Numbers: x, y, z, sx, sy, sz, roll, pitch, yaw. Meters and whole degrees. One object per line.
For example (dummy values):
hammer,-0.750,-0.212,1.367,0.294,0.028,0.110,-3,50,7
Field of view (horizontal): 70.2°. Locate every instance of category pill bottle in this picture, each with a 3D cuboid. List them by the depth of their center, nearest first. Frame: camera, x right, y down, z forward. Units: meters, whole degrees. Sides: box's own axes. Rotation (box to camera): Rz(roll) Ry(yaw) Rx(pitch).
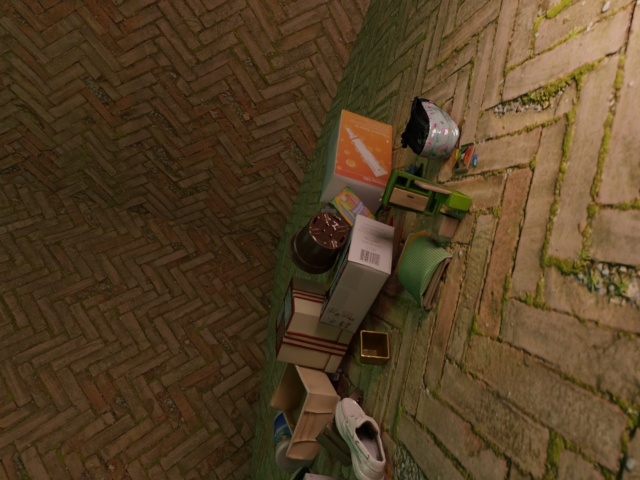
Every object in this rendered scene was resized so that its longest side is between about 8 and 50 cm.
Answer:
pill bottle,-0.111,0.763,1.810,0.272,0.152,0.153,-115,40,-70

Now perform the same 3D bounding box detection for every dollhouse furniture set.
dollhouse furniture set,0.227,-0.004,1.150,0.197,0.151,0.302,-113,38,-70
dollhouse furniture set,0.095,0.571,1.396,0.151,0.123,0.144,-39,-17,-43

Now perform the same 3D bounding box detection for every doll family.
doll family,0.250,-0.160,1.413,0.111,0.075,0.193,-93,23,-67

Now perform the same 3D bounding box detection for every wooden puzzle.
wooden puzzle,0.354,-0.205,1.128,0.116,0.014,0.079,167,117,-76

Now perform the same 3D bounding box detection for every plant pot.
plant pot,0.150,0.320,1.319,0.083,0.081,0.082,100,175,-48
plant pot,0.000,0.000,1.436,0.165,0.166,0.167,126,155,-59

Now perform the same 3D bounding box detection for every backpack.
backpack,0.299,-0.298,1.248,0.182,0.115,0.152,-97,13,-57

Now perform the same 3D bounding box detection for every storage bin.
storage bin,-0.065,0.567,1.580,0.261,0.123,0.262,-71,23,11

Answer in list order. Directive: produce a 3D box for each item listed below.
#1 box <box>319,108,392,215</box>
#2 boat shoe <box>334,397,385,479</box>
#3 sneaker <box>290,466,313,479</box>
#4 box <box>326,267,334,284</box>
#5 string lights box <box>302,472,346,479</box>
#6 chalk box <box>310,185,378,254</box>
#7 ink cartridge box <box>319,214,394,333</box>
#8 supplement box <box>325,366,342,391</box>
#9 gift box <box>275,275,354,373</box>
box,0.138,-0.292,1.709,0.168,0.214,0.346,120,161,-53
boat shoe,0.116,0.512,1.221,0.277,0.098,0.096,-122,47,-61
sneaker,-0.088,0.956,1.625,0.118,0.109,0.293,121,162,-79
box,0.047,0.221,2.021,0.164,0.021,0.202,153,129,-74
string lights box,0.018,0.784,1.247,0.260,0.133,0.077,-100,27,-63
chalk box,0.098,-0.051,1.566,0.132,0.213,0.132,-38,4,45
ink cartridge box,0.116,0.086,1.433,0.272,0.129,0.310,-74,4,-47
supplement box,0.005,0.569,1.692,0.130,0.073,0.240,-170,95,-77
gift box,-0.006,0.279,1.624,0.276,0.257,0.255,-94,23,-58
